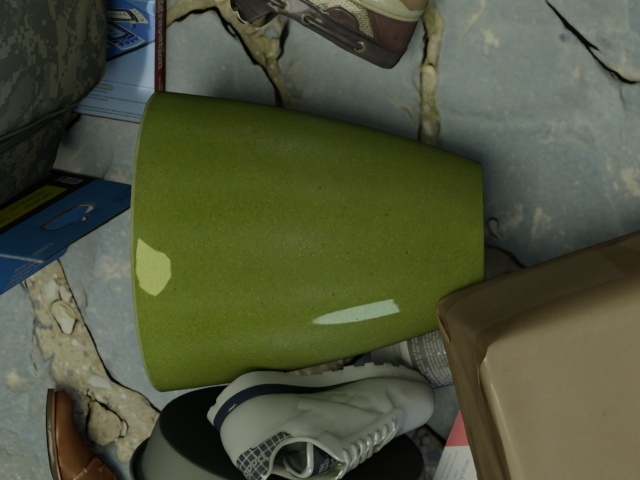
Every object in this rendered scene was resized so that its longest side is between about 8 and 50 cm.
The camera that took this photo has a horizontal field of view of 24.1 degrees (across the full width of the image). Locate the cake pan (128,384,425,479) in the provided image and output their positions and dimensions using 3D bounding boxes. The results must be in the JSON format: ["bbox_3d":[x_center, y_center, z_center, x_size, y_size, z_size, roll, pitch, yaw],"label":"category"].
[{"bbox_3d":[-0.030,0.209,1.404,0.293,0.293,0.054,16,106,16],"label":"cake pan"}]

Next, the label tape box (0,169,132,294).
[{"bbox_3d":[-0.362,-0.003,1.487,0.333,0.240,0.106,12,113,18],"label":"label tape box"}]

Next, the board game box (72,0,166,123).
[{"bbox_3d":[-0.286,-0.206,1.505,0.281,0.027,0.145,11,114,18],"label":"board game box"}]

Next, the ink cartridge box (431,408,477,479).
[{"bbox_3d":[0.218,0.222,1.432,0.198,0.067,0.115,24,116,13],"label":"ink cartridge box"}]

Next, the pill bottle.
[{"bbox_3d":[0.122,0.098,1.420,0.137,0.078,0.078,-15,102,25],"label":"pill bottle"}]

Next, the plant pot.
[{"bbox_3d":[0.000,0.000,1.355,0.293,0.275,0.275,0,109,4],"label":"plant pot"}]

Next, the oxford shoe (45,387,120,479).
[{"bbox_3d":[-0.259,0.258,1.651,0.076,0.076,0.212,-13,103,-5],"label":"oxford shoe"}]

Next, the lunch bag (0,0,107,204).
[{"bbox_3d":[-0.335,-0.168,1.351,0.212,0.305,0.256,33,119,7],"label":"lunch bag"}]

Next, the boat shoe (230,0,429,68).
[{"bbox_3d":[-0.045,-0.236,1.356,0.285,0.103,0.092,21,111,7],"label":"boat shoe"}]

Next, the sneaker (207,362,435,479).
[{"bbox_3d":[0.014,0.171,1.337,0.095,0.235,0.090,55,134,37],"label":"sneaker"}]

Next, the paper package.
[{"bbox_3d":[0.295,0.152,1.249,0.325,0.168,0.309,-17,104,-6],"label":"paper package"}]
